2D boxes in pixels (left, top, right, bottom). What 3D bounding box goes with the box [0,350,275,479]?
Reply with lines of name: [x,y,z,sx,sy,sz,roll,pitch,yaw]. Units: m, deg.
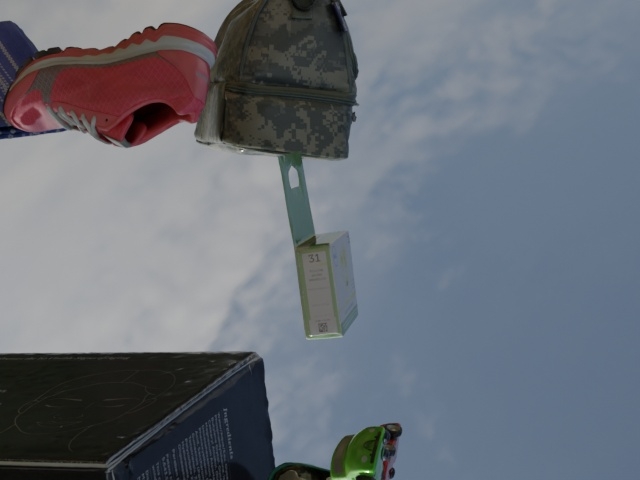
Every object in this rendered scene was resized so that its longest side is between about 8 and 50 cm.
box: [-0.367,0.347,1.800,0.480,0.297,0.472,-2,-168,20]

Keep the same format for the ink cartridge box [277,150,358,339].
ink cartridge box: [0.000,0.000,1.720,0.056,0.235,0.171,-6,-175,9]

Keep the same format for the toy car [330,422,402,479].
toy car: [0.037,0.251,1.335,0.053,0.225,0.239,11,-124,9]

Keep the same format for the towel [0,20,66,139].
towel: [-0.520,-0.222,1.817,0.336,0.243,0.040,-12,141,-39]

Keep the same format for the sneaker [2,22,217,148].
sneaker: [-0.280,-0.177,1.689,0.314,0.116,0.136,-13,-118,23]

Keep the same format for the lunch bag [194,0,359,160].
lunch bag: [-0.064,-0.257,1.999,0.305,0.213,0.256,-155,-112,-74]

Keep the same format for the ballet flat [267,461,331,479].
ballet flat: [0.012,0.351,1.803,0.247,0.087,0.083,0,-108,49]
